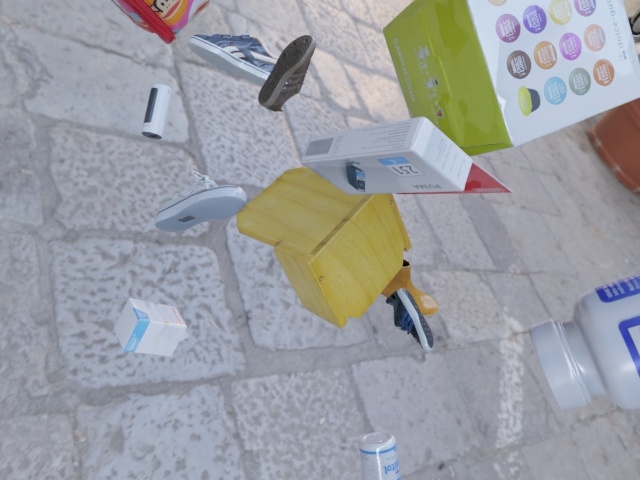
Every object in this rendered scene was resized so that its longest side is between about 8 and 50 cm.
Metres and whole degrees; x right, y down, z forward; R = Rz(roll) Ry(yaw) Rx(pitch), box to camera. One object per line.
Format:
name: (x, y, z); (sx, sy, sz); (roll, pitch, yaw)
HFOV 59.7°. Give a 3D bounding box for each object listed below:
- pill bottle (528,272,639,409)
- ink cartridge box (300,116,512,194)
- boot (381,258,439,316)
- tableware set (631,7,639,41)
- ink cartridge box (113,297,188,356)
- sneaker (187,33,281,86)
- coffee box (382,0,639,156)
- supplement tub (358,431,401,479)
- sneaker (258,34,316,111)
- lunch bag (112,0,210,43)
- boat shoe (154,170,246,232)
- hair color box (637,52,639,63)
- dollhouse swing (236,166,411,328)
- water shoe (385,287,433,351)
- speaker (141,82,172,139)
pill bottle: (0.407, 0.115, 0.676); (0.152, 0.272, 0.152); (52, 25, -36)
ink cartridge box: (0.150, -0.117, 1.016); (0.261, 0.296, 0.066); (29, 76, -34)
boot: (0.298, 0.155, 1.961); (0.295, 0.211, 0.104); (15, 48, 3)
tableware set: (0.719, -0.482, 1.174); (0.194, 0.128, 0.039); (-11, 64, -35)
ink cartridge box: (-0.391, 0.207, 1.310); (0.143, 0.090, 0.092); (20, 16, -41)
sneaker: (-0.275, -0.628, 1.865); (0.321, 0.126, 0.128); (22, 86, -17)
coffee box: (0.379, -0.377, 1.161); (0.334, 0.338, 0.338); (-22, 97, -15)
supplement tub: (0.110, 0.415, 1.026); (0.071, 0.071, 0.107); (-10, 92, -47)
sneaker: (-0.066, -0.375, 1.261); (0.071, 0.188, 0.066); (16, 32, -53)
lunch bag: (-0.284, -0.406, 0.762); (0.293, 0.120, 0.258); (46, 5, 30)
boat shoe: (-0.363, -0.139, 1.704); (0.135, 0.367, 0.157); (25, 59, -43)
hair color box: (0.930, -0.332, 1.357); (0.374, 0.185, 0.114); (51, 17, -33)
dollhouse swing: (0.000, 0.000, 1.521); (0.347, 0.304, 0.315); (-47, 126, -32)
water shoe: (0.259, 0.239, 1.618); (0.073, 0.080, 0.203); (25, 37, -52)
speaker: (-0.425, -0.334, 1.449); (0.055, 0.055, 0.136); (16, 79, -35)
